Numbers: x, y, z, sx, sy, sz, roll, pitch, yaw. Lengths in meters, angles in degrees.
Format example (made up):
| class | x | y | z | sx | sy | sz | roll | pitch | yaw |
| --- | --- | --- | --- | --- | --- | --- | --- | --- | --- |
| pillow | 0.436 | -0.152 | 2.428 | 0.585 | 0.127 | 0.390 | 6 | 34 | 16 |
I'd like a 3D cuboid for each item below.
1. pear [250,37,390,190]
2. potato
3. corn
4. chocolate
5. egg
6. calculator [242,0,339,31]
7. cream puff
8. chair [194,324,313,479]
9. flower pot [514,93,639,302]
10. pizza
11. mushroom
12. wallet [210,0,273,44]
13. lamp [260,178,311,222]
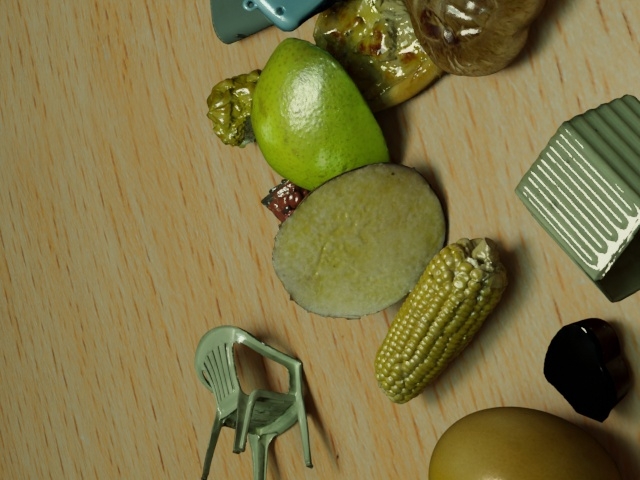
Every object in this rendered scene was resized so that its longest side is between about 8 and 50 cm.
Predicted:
| class | x | y | z | sx | sy | sz | roll | pitch | yaw |
| --- | --- | --- | --- | --- | --- | --- | --- | --- | --- |
| pear | -0.023 | -0.214 | 2.100 | 0.288 | 0.139 | 0.239 | 37 | 145 | 28 |
| potato | 0.065 | 0.001 | 2.089 | 0.299 | 0.116 | 0.239 | -36 | 95 | 1 |
| corn | 0.189 | 0.126 | 2.007 | 0.130 | 0.130 | 0.347 | 53 | 130 | 28 |
| chocolate | 0.398 | 0.188 | 1.835 | 0.125 | 0.080 | 0.148 | -27 | 82 | 56 |
| egg | 0.299 | 0.371 | 1.834 | 0.322 | 0.250 | 0.250 | 26 | 113 | 51 |
| calculator | -0.012 | -0.471 | 2.068 | 0.173 | 0.293 | 0.051 | 50 | 171 | 4 |
| cream puff | -0.149 | -0.248 | 2.312 | 0.121 | 0.156 | 0.156 | 50 | 129 | 7 |
| chair | -0.138 | 0.316 | 2.336 | 0.203 | 0.190 | 0.274 | -44 | 35 | 39 |
| flower pot | 0.410 | -0.057 | 1.698 | 0.209 | 0.239 | 0.189 | -42 | 59 | 7 |
| pizza | 0.076 | -0.327 | 2.107 | 0.323 | 0.089 | 0.223 | -11 | 90 | 46 |
| mushroom | 0.231 | -0.381 | 1.893 | 0.278 | 0.146 | 0.278 | 18 | 115 | 44 |
| wallet | -0.089 | -0.518 | 2.250 | 0.360 | 0.083 | 0.252 | -14 | 82 | 49 |
| lamp | 0.000 | 0.000 | 2.205 | 0.118 | 0.118 | 0.253 | -35 | 88 | 43 |
